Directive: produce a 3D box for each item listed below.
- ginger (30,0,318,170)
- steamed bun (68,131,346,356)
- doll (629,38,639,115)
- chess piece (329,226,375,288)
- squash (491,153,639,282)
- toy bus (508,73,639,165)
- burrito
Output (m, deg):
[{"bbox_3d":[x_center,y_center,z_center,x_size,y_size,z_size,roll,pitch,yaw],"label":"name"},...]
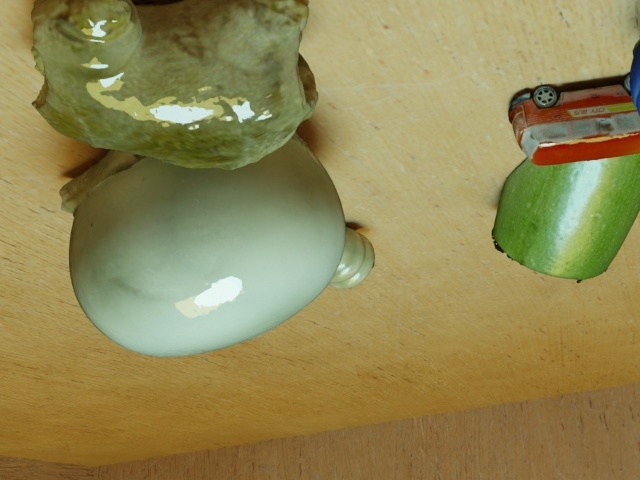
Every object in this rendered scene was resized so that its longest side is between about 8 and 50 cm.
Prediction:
[{"bbox_3d":[-0.136,-0.156,0.774,0.275,0.130,0.221,-17,147,15],"label":"ginger"},{"bbox_3d":[-0.121,0.017,0.997,0.324,0.206,0.324,-23,172,-4],"label":"steamed bun"},{"bbox_3d":[0.408,-0.183,0.778,0.242,0.160,0.311,-7,155,7],"label":"doll"},{"bbox_3d":[0.000,0.000,1.266,0.094,0.094,0.170,-16,149,27],"label":"chess piece"},{"bbox_3d":[0.353,-0.090,1.189,0.189,0.189,0.261,1,122,-16],"label":"squash"},{"bbox_3d":[0.305,-0.132,0.992,0.174,0.077,0.079,-8,158,6],"label":"toy bus"},{"bbox_3d":[-0.231,-0.079,1.032,0.226,0.060,0.087,-26,159,39],"label":"burrito"}]
